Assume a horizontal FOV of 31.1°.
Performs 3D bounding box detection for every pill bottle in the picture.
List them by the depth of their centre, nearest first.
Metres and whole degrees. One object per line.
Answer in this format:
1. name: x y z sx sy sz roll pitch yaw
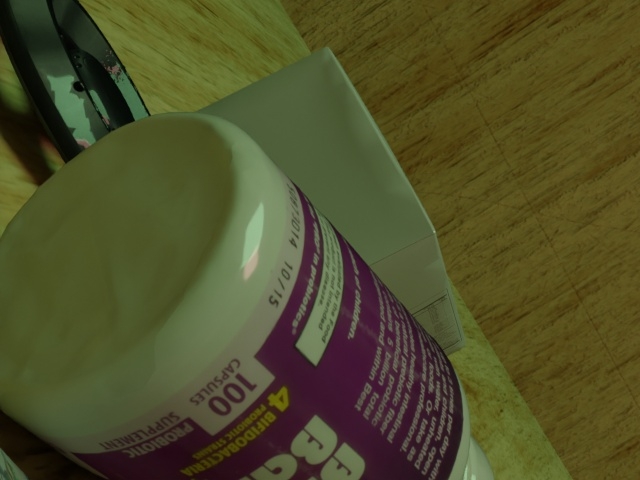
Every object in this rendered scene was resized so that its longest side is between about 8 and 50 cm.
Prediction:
1. pill bottle: -0.023 0.085 0.611 0.301 0.169 0.169 47 15 -41

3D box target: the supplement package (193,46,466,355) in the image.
1. supplement package: 0.000 0.000 0.913 0.194 0.149 0.203 63 -1 30

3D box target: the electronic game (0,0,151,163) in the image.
1. electronic game: -0.163 -0.092 0.817 0.229 0.048 0.229 61 5 -9

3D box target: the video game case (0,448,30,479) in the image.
1. video game case: -0.108 0.110 0.396 0.119 0.015 0.166 58 -12 26
